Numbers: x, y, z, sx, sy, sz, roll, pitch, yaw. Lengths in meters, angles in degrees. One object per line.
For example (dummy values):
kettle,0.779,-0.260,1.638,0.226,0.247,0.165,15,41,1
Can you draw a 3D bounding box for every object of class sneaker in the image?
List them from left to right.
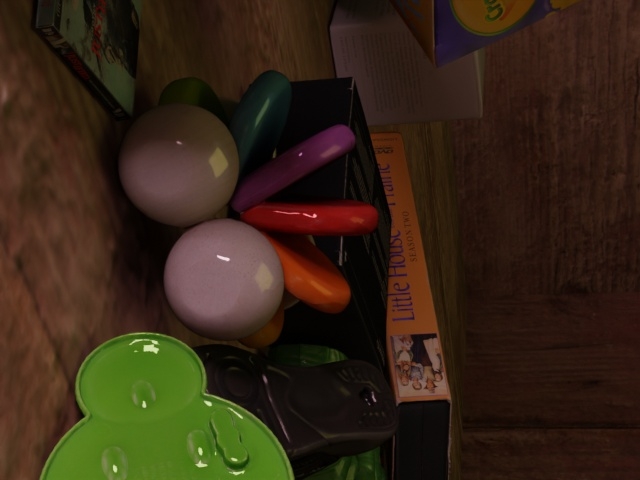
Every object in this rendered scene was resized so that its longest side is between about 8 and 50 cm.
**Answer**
sneaker,-0.058,0.134,0.784,0.227,0.130,0.087,9,52,-52

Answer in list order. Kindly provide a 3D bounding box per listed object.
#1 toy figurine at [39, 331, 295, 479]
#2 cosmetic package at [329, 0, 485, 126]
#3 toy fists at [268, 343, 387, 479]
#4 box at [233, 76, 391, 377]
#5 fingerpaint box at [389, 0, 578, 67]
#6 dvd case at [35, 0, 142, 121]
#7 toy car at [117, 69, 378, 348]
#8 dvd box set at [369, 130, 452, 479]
toy figurine,-0.089,0.166,0.639,0.159,0.130,0.173,96,-22,-44
cosmetic package,0.119,-0.253,1.492,0.151,0.184,0.151,-77,161,-52
toy fists,0.011,0.203,1.090,0.279,0.096,0.142,65,27,-66
box,0.000,0.000,1.054,0.261,0.103,0.184,69,20,-60
fingerpaint box,0.055,-0.401,0.774,0.371,0.163,0.445,61,-6,26
dvd case,-0.130,-0.132,0.652,0.119,0.013,0.087,57,33,-68
toy car,-0.036,-0.028,0.735,0.159,0.136,0.182,-34,103,-76
dvd box set,0.091,0.119,1.333,0.420,0.062,0.307,-95,-179,-47
